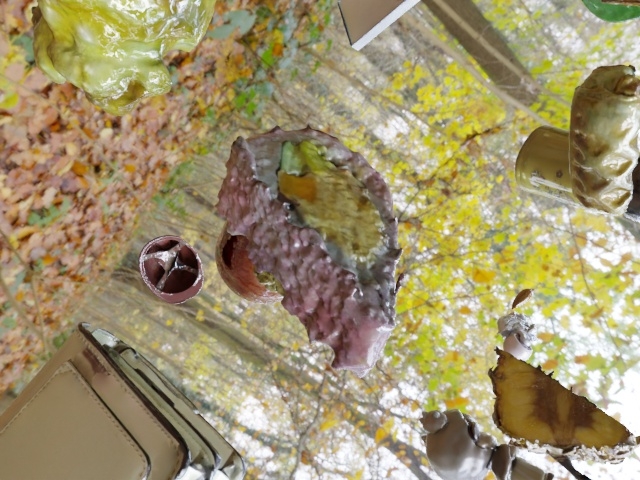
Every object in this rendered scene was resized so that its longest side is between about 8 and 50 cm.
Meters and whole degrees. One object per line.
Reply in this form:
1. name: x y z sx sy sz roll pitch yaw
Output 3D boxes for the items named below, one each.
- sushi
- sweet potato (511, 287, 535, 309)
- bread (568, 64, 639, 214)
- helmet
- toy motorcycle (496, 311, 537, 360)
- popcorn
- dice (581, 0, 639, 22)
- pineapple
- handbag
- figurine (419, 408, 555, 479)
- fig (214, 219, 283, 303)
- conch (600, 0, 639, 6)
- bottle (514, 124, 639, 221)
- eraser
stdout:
1. sushi: 0.012 -0.007 0.457 0.161 0.241 0.107 -22 152 -43
2. sweet potato: 0.588 0.167 1.392 0.095 0.034 0.034 -38 -166 -15
3. bread: 0.439 -0.156 0.754 0.087 0.232 0.128 -11 -141 8
4. helmet: -0.231 0.037 0.743 0.089 0.111 0.057 -22 -157 -12
5. toy motorcycle: 0.542 0.256 1.345 0.112 0.112 0.254 -45 174 23
6. popcorn: -0.273 -0.314 0.645 0.276 0.225 0.276 -56 166 -21
7. dice: 0.866 -0.785 1.260 0.297 0.287 0.300 -45 -165 3
8. pineapple: 0.444 0.360 0.907 0.158 0.161 0.334 -45 -149 -14
9. handbag: -0.281 0.293 0.478 0.358 0.236 0.160 -51 154 -12
10. figurine: 0.468 0.639 1.405 0.380 0.248 0.203 18 -123 29
11. fig: -0.064 -0.004 0.797 0.235 0.214 0.235 -32 -135 38
12. conch: 0.356 -0.220 0.395 0.232 0.080 0.086 -175 -86 -69
13. bottle: 0.643 -0.144 1.100 0.171 0.171 0.351 -53 -136 -2
14. eraser: 0.100 -0.405 0.795 0.150 0.023 0.104 -28 -114 36
